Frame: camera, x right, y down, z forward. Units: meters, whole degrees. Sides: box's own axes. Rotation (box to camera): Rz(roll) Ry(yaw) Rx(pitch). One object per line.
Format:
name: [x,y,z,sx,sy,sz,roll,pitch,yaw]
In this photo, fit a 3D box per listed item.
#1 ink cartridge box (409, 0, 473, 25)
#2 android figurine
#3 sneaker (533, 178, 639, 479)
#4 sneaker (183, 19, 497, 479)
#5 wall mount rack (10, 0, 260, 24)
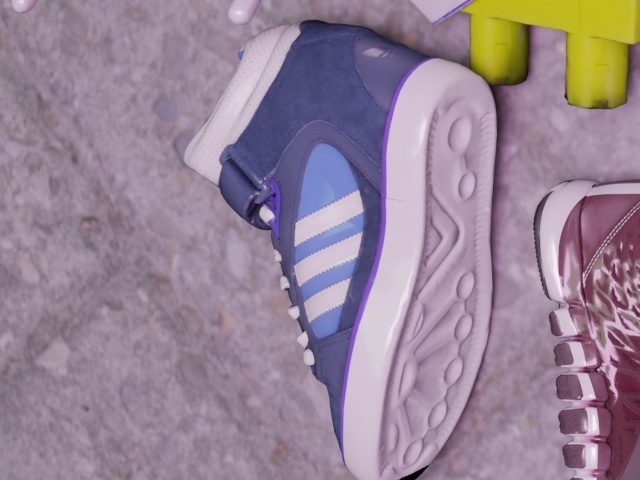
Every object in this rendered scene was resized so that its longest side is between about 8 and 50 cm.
ink cartridge box: [0.068,-0.255,0.928,0.208,0.045,0.206,42,144,-17]
android figurine: [0.151,-0.228,0.954,0.248,0.056,0.273,18,119,43]
sneaker: [0.242,0.088,0.954,0.162,0.106,0.281,-12,90,29]
sneaker: [0.000,0.000,1.087,0.236,0.130,0.323,19,111,38]
wall mount rack: [-0.107,-0.318,1.091,0.350,0.130,0.304,8,101,31]
